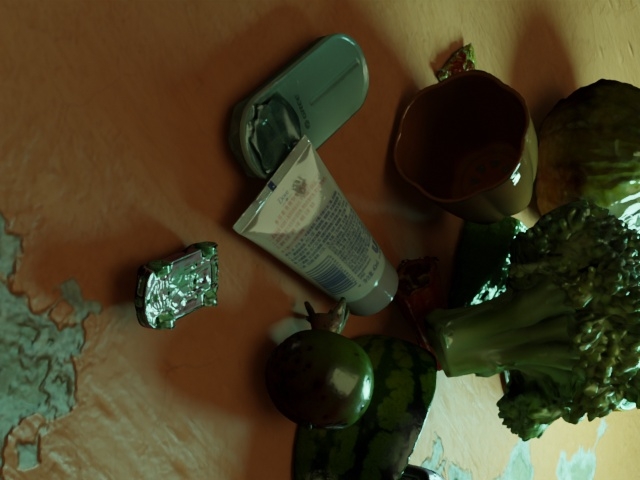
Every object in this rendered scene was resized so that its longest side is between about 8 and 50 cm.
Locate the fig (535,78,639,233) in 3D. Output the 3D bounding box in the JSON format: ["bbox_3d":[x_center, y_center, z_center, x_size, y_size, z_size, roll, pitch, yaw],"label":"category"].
[{"bbox_3d":[0.535,-0.104,1.769,0.286,0.369,0.286,-26,122,-53],"label":"fig"}]

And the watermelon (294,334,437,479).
[{"bbox_3d":[0.076,0.232,1.376,0.159,0.128,0.303,50,55,-41],"label":"watermelon"}]

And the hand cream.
[{"bbox_3d":[0.000,0.000,1.304,0.133,0.083,0.248,-53,134,-13],"label":"hand cream"}]

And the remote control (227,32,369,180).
[{"bbox_3d":[-0.023,-0.158,1.293,0.247,0.052,0.104,-45,124,-40],"label":"remote control"}]

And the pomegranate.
[{"bbox_3d":[-0.003,0.142,1.283,0.129,0.129,0.159,6,67,-52],"label":"pomegranate"}]

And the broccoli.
[{"bbox_3d":[0.313,0.112,1.462,0.338,0.318,0.277,-4,73,-67],"label":"broccoli"}]

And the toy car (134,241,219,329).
[{"bbox_3d":[-0.150,0.044,1.139,0.142,0.055,0.069,-26,121,-59],"label":"toy car"}]

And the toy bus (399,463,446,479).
[{"bbox_3d":[0.109,0.394,1.454,0.108,0.096,0.198,24,75,-54],"label":"toy bus"}]

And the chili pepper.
[{"bbox_3d":[0.148,0.114,1.521,0.088,0.065,0.168,-48,131,-38],"label":"chili pepper"}]

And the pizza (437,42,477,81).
[{"bbox_3d":[0.211,-0.225,1.608,0.100,0.029,0.099,-43,125,-42],"label":"pizza"}]

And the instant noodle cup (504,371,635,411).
[{"bbox_3d":[0.416,0.184,1.772,0.216,0.172,0.215,-1,91,-53],"label":"instant noodle cup"}]

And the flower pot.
[{"bbox_3d":[0.211,-0.109,1.511,0.173,0.191,0.190,43,58,-60],"label":"flower pot"}]

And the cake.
[{"bbox_3d":[0.246,0.078,1.614,0.100,0.099,0.235,33,67,-46],"label":"cake"}]
